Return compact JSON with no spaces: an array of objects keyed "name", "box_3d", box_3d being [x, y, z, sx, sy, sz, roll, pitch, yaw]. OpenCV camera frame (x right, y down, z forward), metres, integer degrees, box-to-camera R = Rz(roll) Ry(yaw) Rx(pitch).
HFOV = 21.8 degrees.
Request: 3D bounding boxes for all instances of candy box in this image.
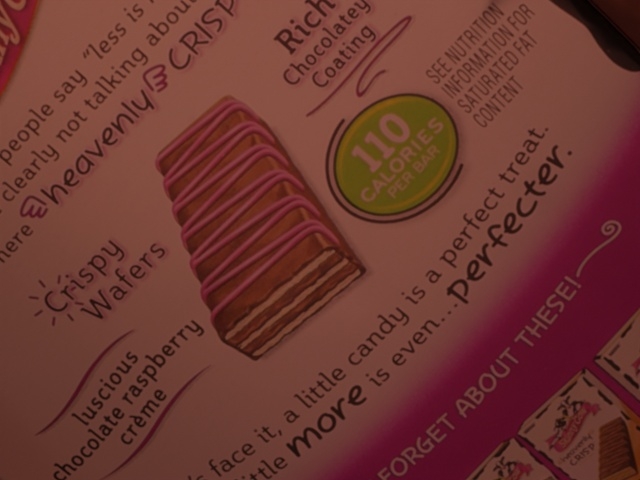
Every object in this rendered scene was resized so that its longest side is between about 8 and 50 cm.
[{"name":"candy box","box_3d":[0.000,0.000,0.368,0.233,0.071,0.159,42,102,-17]}]
